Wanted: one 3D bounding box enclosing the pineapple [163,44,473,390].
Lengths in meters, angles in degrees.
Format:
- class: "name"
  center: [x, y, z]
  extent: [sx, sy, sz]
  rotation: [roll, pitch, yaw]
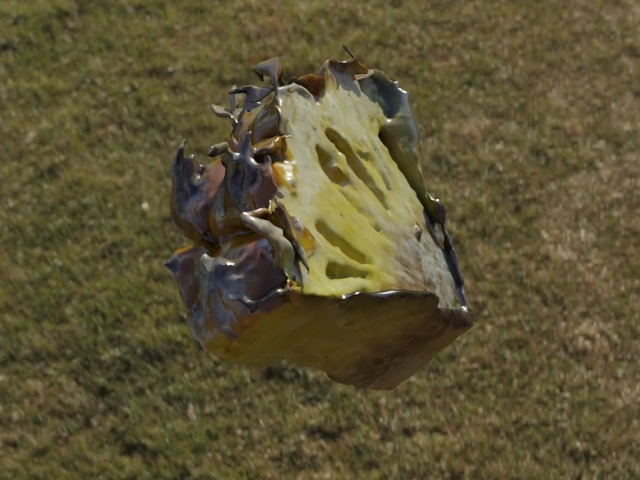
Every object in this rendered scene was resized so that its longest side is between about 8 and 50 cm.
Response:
- class: "pineapple"
  center: [0.000, 0.000, 0.651]
  extent: [0.114, 0.186, 0.236]
  rotation: [-39, 20, 33]
